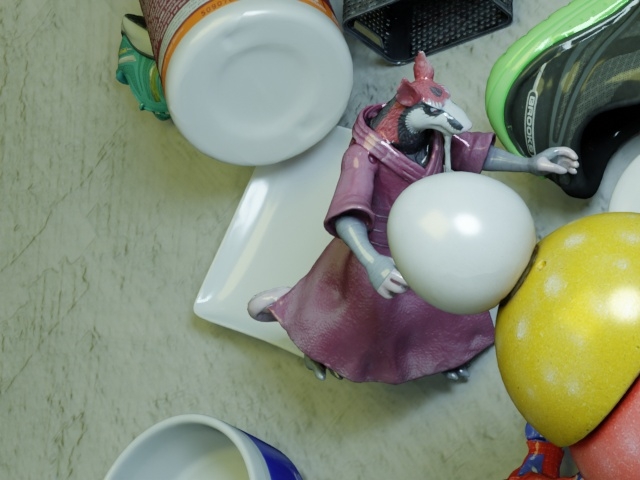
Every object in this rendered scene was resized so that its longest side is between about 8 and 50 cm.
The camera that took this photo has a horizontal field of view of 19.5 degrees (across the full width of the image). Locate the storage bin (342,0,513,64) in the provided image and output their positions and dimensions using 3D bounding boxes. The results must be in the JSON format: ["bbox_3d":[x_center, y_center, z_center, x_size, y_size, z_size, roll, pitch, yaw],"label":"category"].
[{"bbox_3d":[0.125,-0.289,2.175,0.180,0.122,0.084,-18,57,34],"label":"storage bin"}]

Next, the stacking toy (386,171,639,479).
[{"bbox_3d":[0.269,0.089,1.540,0.351,0.480,0.350,-57,7,11],"label":"stacking toy"}]

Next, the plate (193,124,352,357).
[{"bbox_3d":[0.000,0.000,2.190,0.277,0.045,0.278,18,81,45],"label":"plate"}]

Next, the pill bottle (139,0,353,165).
[{"bbox_3d":[-0.105,-0.287,2.285,0.224,0.224,0.392,-42,36,18],"label":"pill bottle"}]

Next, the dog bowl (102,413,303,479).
[{"bbox_3d":[-0.140,0.335,2.095,0.265,0.104,0.265,-20,56,33],"label":"dog bowl"}]

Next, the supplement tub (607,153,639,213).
[{"bbox_3d":[0.376,0.001,1.742,0.144,0.199,0.144,-21,55,33],"label":"supplement tub"}]

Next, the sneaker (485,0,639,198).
[{"bbox_3d":[0.395,-0.218,1.892,0.483,0.185,0.202,-41,64,23],"label":"sneaker"}]

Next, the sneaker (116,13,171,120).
[{"bbox_3d":[-0.189,-0.207,2.451,0.275,0.107,0.110,40,116,50],"label":"sneaker"}]

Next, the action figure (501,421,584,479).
[{"bbox_3d":[0.249,0.179,1.834,0.139,0.091,0.280,-10,61,52],"label":"action figure"}]

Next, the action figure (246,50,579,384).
[{"bbox_3d":[0.087,-0.034,1.929,0.275,0.248,0.370,35,134,44],"label":"action figure"}]
